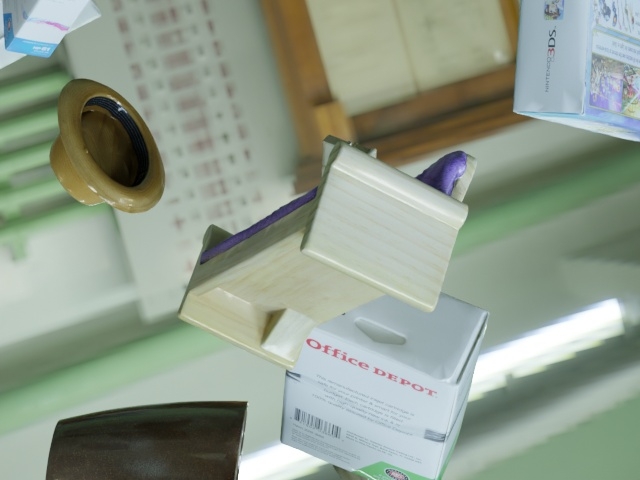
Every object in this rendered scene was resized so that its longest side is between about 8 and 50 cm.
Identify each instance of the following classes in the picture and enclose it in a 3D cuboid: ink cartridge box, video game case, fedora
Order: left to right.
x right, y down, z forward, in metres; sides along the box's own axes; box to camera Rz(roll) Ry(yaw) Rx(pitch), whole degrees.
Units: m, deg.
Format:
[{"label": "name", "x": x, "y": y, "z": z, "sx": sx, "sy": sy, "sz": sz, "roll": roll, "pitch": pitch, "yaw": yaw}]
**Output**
[{"label": "ink cartridge box", "x": -0.275, "y": -0.254, "z": 1.749, "sx": 0.052, "sy": 0.089, "sz": 0.122, "roll": 8, "pitch": 150, "yaw": -28}, {"label": "fedora", "x": -0.275, "y": -0.104, "z": 2.132, "sx": 0.079, "sy": 0.194, "sz": 0.194, "roll": -31, "pitch": 180, "yaw": 27}, {"label": "ink cartridge box", "x": 0.073, "y": 0.166, "z": 2.089, "sx": 0.211, "sy": 0.289, "sz": 0.121, "roll": 22, "pitch": -124, "yaw": 10}, {"label": "video game case", "x": 0.231, "y": -0.205, "z": 1.336, "sx": 0.061, "sy": 0.244, "sz": 0.269, "roll": 3, "pitch": 179, "yaw": 29}]

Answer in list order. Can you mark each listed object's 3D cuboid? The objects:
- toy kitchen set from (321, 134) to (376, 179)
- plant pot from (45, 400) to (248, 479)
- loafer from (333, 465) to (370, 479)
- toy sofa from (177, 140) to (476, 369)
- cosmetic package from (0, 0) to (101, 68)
[{"label": "toy kitchen set", "x": 0.052, "y": -0.108, "z": 2.221, "sx": 0.068, "sy": 0.075, "sz": 0.083, "roll": 23, "pitch": -134, "yaw": 23}, {"label": "plant pot", "x": -0.217, "y": 0.289, "z": 2.147, "sx": 0.230, "sy": 0.215, "sz": 0.215, "roll": 8, "pitch": -172, "yaw": 0}, {"label": "loafer", "x": 0.063, "y": 0.320, "z": 2.261, "sx": 0.050, "sy": 0.148, "sz": 0.056, "roll": -13, "pitch": -156, "yaw": 35}, {"label": "toy sofa", "x": 0.000, "y": 0.000, "z": 1.783, "sx": 0.150, "sy": 0.177, "sz": 0.362, "roll": 26, "pitch": 158, "yaw": -17}, {"label": "cosmetic package", "x": -0.420, "y": -0.379, "z": 1.960, "sx": 0.197, "sy": 0.366, "sz": 0.155, "roll": -26, "pitch": 180, "yaw": 0}]
